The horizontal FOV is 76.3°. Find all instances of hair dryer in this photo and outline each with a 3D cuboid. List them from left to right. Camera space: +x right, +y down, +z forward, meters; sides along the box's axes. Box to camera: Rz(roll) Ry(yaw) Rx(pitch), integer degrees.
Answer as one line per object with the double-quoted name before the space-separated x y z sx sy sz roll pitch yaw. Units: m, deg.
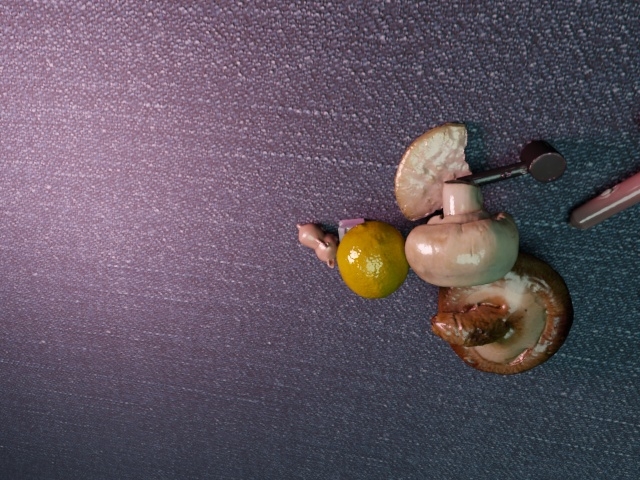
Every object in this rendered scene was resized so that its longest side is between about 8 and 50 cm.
"hair dryer" 0.409 -0.154 0.929 0.247 0.114 0.071 -15 112 21
"hair dryer" 0.699 -0.140 0.887 0.210 0.125 0.352 43 123 -12

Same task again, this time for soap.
"soap" 0.106 0.019 1.105 0.100 0.056 0.149 -5 116 10

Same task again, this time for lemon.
"lemon" 0.130 0.049 0.989 0.178 0.178 0.203 -15 113 17

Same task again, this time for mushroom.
"mushroom" 0.303 -0.018 0.895 0.253 0.260 0.235 -9 91 -28
"mushroom" 0.463 0.179 1.049 0.344 0.239 0.345 4 138 3

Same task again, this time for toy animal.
"toy animal" -0.004 0.004 1.108 0.150 0.083 0.089 44 130 0

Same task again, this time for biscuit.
"biscuit" 0.281 -0.157 0.990 0.188 0.040 0.266 20 119 1
